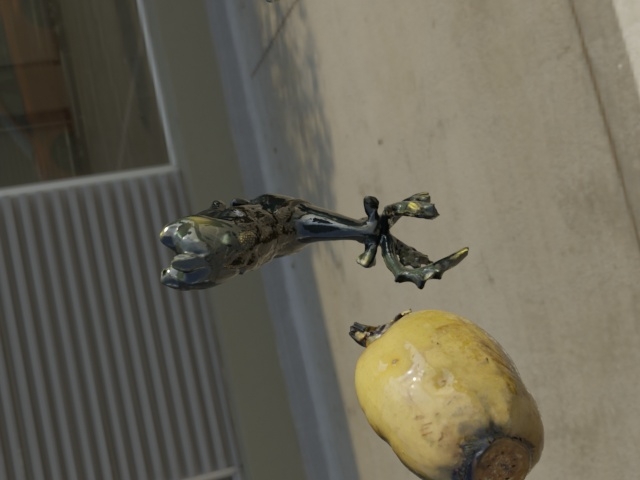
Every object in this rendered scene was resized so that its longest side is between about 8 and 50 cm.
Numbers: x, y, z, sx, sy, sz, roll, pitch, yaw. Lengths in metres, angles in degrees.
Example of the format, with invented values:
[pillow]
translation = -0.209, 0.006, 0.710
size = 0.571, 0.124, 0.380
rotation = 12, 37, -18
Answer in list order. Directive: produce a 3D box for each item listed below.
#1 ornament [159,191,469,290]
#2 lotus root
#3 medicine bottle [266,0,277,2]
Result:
[ornament]
translation = 0.000, 0.000, 0.738
size = 0.236, 0.202, 0.080
rotation = 6, 106, 35
[lotus root]
translation = 0.094, 0.117, 0.687
size = 0.118, 0.125, 0.221
rotation = -59, 34, 17
[medicine bottle]
translation = -0.003, -0.368, 1.015
size = 0.132, 0.189, 0.088
rotation = -123, 15, -53
